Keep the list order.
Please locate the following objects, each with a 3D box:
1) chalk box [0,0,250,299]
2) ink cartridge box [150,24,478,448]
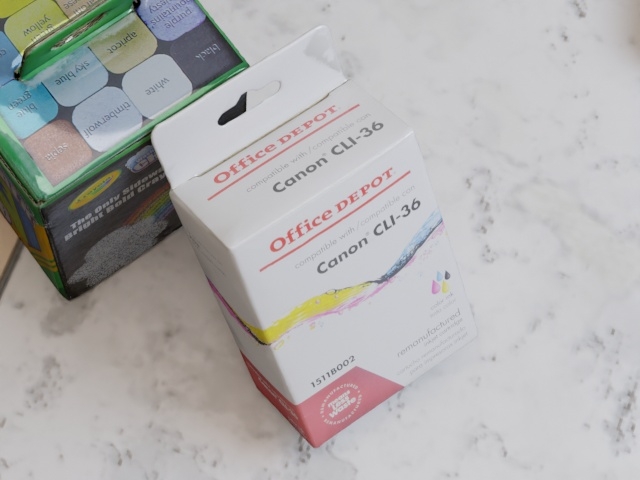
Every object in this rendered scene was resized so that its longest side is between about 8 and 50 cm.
[{"bbox_3d":[-0.126,-0.082,0.961,0.132,0.213,0.132,-34,75,-14],"label":"chalk box"},{"bbox_3d":[0.000,0.000,0.945,0.115,0.198,0.067,-34,43,-13],"label":"ink cartridge box"}]
